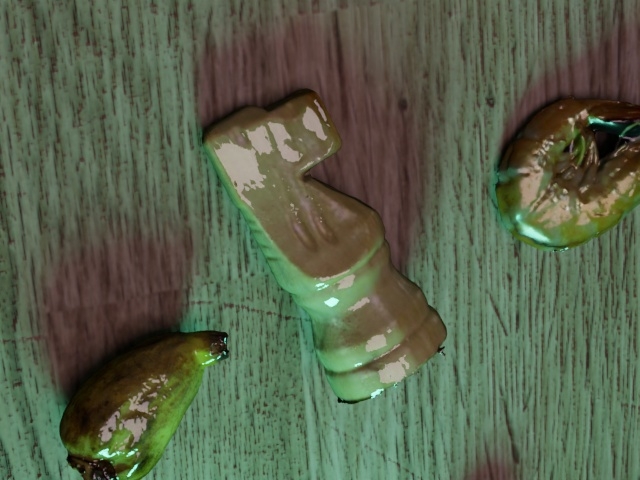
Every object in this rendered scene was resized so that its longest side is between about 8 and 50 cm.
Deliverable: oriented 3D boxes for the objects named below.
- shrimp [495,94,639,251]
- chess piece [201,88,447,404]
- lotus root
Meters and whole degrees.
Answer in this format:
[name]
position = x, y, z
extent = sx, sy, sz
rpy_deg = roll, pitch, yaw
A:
[shrimp]
position = 0.308, -0.100, 1.378
extent = 0.287, 0.063, 0.152
rpy_deg = -33, 104, -8
[chess piece]
position = 0.000, 0.000, 1.261
extent = 0.137, 0.137, 0.301
rpy_deg = -33, 104, -9
[lotus root]
position = -0.167, 0.150, 1.247
extent = 0.191, 0.094, 0.108
rpy_deg = -49, 141, -11
